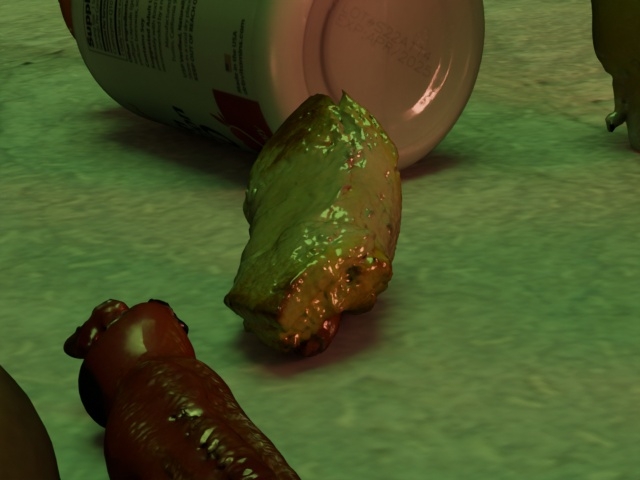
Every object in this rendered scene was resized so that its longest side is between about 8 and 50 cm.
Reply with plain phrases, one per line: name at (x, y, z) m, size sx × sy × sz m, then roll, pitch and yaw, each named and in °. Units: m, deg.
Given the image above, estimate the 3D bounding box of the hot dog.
hot dog at (0.001, 0.000, 0.734) m, size 0.078 × 0.061 × 0.169 m, roll -28°, pitch 28°, yaw 28°

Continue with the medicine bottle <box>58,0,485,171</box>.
medicine bottle at (-0.048, -0.136, 1.011) m, size 0.157 × 0.157 × 0.288 m, roll -15°, pitch 21°, yaw -34°

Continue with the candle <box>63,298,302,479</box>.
candle at (-0.025, 0.085, 0.504) m, size 0.051 × 0.048 × 0.329 m, roll -50°, pitch 25°, yaw 0°

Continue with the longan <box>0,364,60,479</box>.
longan at (-0.127, 0.081, 0.465) m, size 0.106 × 0.106 × 0.119 m, roll 15°, pitch 64°, yaw 43°

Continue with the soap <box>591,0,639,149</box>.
soap at (0.232, -0.134, 0.883) m, size 0.076 × 0.135 × 0.233 m, roll -11°, pitch -4°, yaw -24°
